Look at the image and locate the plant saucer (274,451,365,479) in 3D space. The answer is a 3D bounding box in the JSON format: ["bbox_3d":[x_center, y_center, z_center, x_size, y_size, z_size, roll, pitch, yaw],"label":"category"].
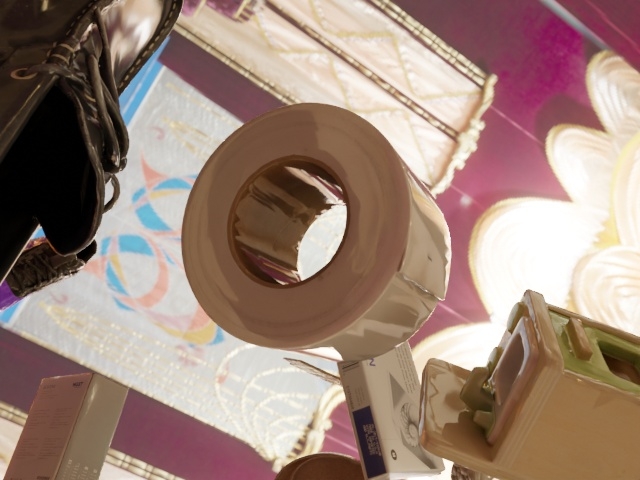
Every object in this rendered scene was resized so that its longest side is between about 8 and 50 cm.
[{"bbox_3d":[0.024,0.397,1.082,0.198,0.198,0.036,-50,-175,27],"label":"plant saucer"}]

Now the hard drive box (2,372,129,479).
[{"bbox_3d":[-0.476,0.373,1.299,0.181,0.089,0.232,-12,-127,38],"label":"hard drive box"}]

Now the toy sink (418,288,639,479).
[{"bbox_3d":[0.228,0.145,0.670,0.153,0.234,0.131,-64,173,-68],"label":"toy sink"}]

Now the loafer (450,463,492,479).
[{"bbox_3d":[0.378,0.467,1.603,0.112,0.111,0.319,46,-34,33],"label":"loafer"}]

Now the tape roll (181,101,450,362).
[{"bbox_3d":[0.000,0.000,0.740,0.246,0.169,0.246,-6,-106,22],"label":"tape roll"}]

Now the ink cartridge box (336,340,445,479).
[{"bbox_3d":[0.112,0.230,1.019,0.045,0.224,0.223,-28,-117,27],"label":"ink cartridge box"}]

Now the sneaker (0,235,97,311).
[{"bbox_3d":[-0.504,0.043,1.239,0.146,0.102,0.293,-12,-166,22],"label":"sneaker"}]

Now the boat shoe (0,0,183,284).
[{"bbox_3d":[-0.210,-0.070,0.500,0.187,0.156,0.500,116,0,-48],"label":"boat shoe"}]

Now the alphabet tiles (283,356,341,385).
[{"bbox_3d":[0.010,0.312,1.616,0.009,0.198,0.237,-67,-167,-14],"label":"alphabet tiles"}]
